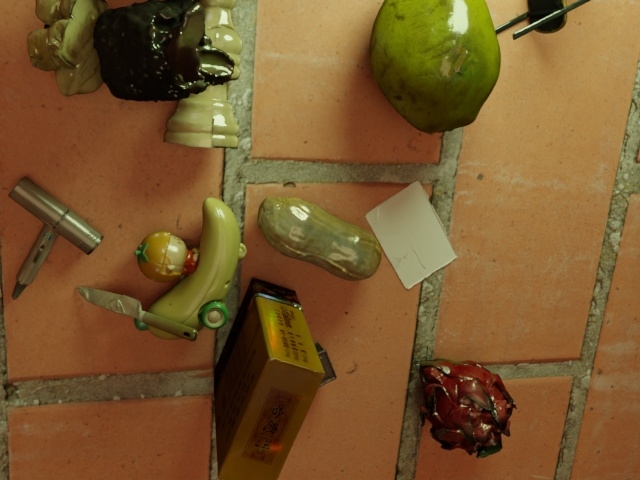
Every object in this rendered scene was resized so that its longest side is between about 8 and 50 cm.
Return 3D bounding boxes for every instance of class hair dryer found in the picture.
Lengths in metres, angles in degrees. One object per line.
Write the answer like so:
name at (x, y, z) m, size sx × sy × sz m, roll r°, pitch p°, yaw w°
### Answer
hair dryer at (-0.589, 0.009, 1.368) m, size 0.220 × 0.054 × 0.195 m, roll -44°, pitch 112°, yaw 8°

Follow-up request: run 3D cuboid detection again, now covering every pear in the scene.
pear at (0.233, -0.379, 1.374) m, size 0.268 × 0.269 × 0.322 m, roll -2°, pitch 94°, yaw -15°

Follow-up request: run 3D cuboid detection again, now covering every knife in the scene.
knife at (-0.381, 0.144, 1.394) m, size 0.297 × 0.017 × 0.047 m, roll 16°, pitch 110°, yaw 18°

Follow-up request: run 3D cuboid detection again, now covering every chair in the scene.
chair at (0.474, -0.529, 1.438) m, size 0.246 × 0.159 × 0.173 m, roll -12°, pitch 107°, yaw -11°

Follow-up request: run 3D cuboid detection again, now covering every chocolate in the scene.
chocolate at (0.000, 0.000, 1.480) m, size 0.309 × 0.134 × 0.134 m, roll 27°, pitch 97°, yaw -21°

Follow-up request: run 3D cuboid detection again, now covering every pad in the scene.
pad at (0.219, -0.010, 1.605) m, size 0.156 × 0.004 × 0.232 m, roll -33°, pitch 112°, yaw -5°

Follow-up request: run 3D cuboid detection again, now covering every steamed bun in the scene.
steamed bun at (-0.454, -0.363, 1.229) m, size 0.106 × 0.177 × 0.192 m, roll 25°, pitch 93°, yaw 17°

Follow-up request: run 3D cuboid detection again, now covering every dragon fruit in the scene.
dragon fruit at (0.345, 0.383, 1.652) m, size 0.233 × 0.234 × 0.293 m, roll -36°, pitch 91°, yaw -3°

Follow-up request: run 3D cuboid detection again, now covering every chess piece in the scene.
chess piece at (-0.224, -0.340, 1.332) m, size 0.124 × 0.138 × 0.308 m, roll -12°, pitch 111°, yaw -59°

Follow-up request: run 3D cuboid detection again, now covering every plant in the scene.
plant at (-0.273, -0.338, 1.197) m, size 0.233 × 0.204 × 0.178 m, roll -3°, pitch 105°, yaw 20°

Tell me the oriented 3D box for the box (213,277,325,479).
box at (-0.121, 0.267, 1.374) m, size 0.115 × 0.415 × 0.265 m, roll 19°, pitch 101°, yaw -14°

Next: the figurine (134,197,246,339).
figurine at (-0.283, 0.059, 1.426) m, size 0.222 × 0.124 × 0.325 m, roll 17°, pitch 102°, yaw -14°

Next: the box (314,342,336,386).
box at (-0.007, 0.294, 1.601) m, size 0.060 × 0.063 × 0.085 m, roll -25°, pitch 110°, yaw -9°
